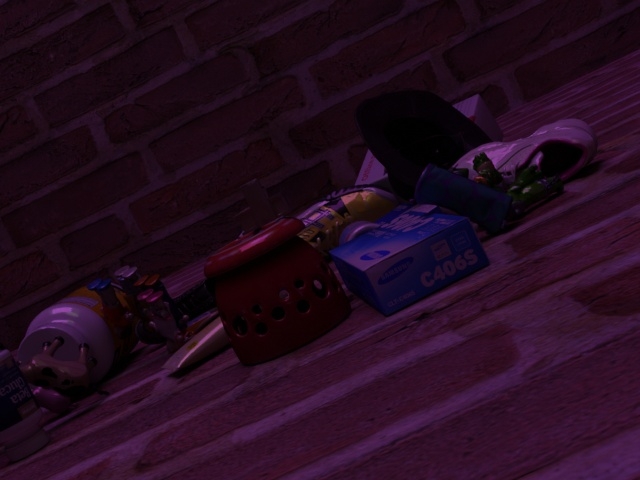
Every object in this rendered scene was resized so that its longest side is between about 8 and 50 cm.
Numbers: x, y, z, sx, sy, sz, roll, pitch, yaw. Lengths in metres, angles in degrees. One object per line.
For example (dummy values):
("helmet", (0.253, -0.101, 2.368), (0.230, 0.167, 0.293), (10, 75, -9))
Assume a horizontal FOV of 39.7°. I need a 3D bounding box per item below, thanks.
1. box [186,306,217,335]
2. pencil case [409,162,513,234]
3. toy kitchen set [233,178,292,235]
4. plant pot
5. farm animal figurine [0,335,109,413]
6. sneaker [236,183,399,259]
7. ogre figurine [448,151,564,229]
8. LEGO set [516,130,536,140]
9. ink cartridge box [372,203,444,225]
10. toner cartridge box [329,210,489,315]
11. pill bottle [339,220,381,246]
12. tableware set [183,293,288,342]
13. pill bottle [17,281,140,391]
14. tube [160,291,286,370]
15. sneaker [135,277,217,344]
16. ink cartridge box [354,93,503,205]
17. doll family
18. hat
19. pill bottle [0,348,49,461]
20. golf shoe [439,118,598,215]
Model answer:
("box", (-0.250, 0.173, 1.869), (0.136, 0.028, 0.081), (-30, 7, -21))
("pencil case", (0.222, -0.063, 1.384), (0.064, 0.152, 0.070), (-47, -20, -77))
("toy kitchen set", (-0.090, -0.061, 1.354), (0.083, 0.068, 0.075), (-26, 6, 15))
("plant pot", (-0.075, 0.071, 1.342), (0.191, 0.174, 0.191), (-28, 6, 3))
("farm animal figurine", (-0.602, 0.247, 1.579), (0.330, 0.326, 0.172), (-31, 22, 17))
("sneaker", (0.000, 0.000, 1.980), (0.385, 0.145, 0.147), (-23, 37, 7))
("ogre figurine", (0.291, -0.082, 1.477), (0.197, 0.096, 0.118), (26, 44, 21))
("LEGO set", (0.421, -0.186, 2.160), (0.244, 0.060, 0.182), (-25, -5, -6))
("ink cartridge box", (0.160, -0.026, 1.686), (0.097, 0.046, 0.207), (-34, 10, -9))
("toner cartridge box", (0.122, 0.025, 1.362), (0.165, 0.075, 0.348), (-28, 6, -5))
("pill bottle", (0.080, 0.008, 1.616), (0.087, 0.087, 0.160), (-27, 6, -4))
("tableware set", (-0.150, 0.141, 1.657), (0.194, 0.039, 0.128), (-24, -16, -44))
("pill bottle", (-0.507, 0.209, 1.880), (0.188, 0.187, 0.334), (-25, 7, 9))
("tube", (-0.168, 0.157, 1.545), (0.240, 0.062, 0.070), (-34, -32, -22))
("sneaker", (-0.298, 0.142, 1.928), (0.222, 0.083, 0.118), (-29, -13, -33))
("ink cartridge box", (0.250, -0.183, 2.052), (0.306, 0.131, 0.226), (-21, 29, 31))
("doll family", (-0.325, 0.138, 1.748), (0.263, 0.163, 0.118), (9, 41, 42))
("hat", (0.209, -0.162, 1.811), (0.331, 0.331, 0.134), (-31, -27, -39))
("pill bottle", (-0.516, 0.272, 1.455), (0.094, 0.169, 0.094), (-26, 7, 3))
("golf shoe", (0.339, -0.123, 1.569), (0.306, 0.115, 0.140), (-25, 9, 18))
